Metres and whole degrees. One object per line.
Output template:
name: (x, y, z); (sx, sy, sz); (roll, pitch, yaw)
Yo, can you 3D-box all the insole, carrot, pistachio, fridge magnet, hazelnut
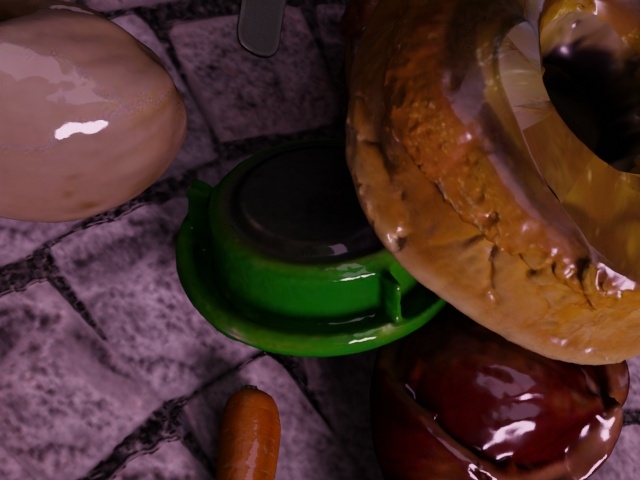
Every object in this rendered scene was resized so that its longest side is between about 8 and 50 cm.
insole: (-0.048, -0.215, 1.281); (0.053, 0.002, 0.152); (18, 57, -20)
carrot: (-0.057, 0.210, 1.020); (0.043, 0.043, 0.248); (18, 59, -20)
pistachio: (-0.206, -0.091, 1.043); (0.238, 0.138, 0.153); (11, 94, -23)
fridge magnet: (0.000, 0.000, 1.102); (0.208, 0.088, 0.208); (-1, 40, 1)
hazelnut: (0.120, 0.105, 1.100); (0.170, 0.160, 0.201); (36, 64, -8)

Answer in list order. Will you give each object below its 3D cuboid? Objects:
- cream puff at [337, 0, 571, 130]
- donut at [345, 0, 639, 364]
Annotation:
cream puff: (0.126, -0.131, 1.239); (0.240, 0.164, 0.240); (11, 57, -18)
donut: (0.165, -0.088, 1.049); (0.330, 0.160, 0.330); (8, 62, -16)
